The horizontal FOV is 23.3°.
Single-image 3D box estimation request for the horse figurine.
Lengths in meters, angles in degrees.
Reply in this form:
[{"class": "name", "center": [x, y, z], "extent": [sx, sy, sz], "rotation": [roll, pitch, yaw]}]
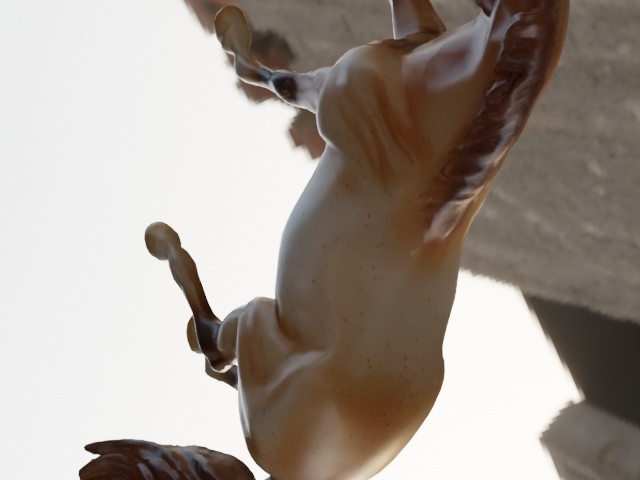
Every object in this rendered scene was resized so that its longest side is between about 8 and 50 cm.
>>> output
[{"class": "horse figurine", "center": [0.000, 0.000, 0.506], "extent": [0.066, 0.263, 0.174], "rotation": [10, -161, -33]}]
